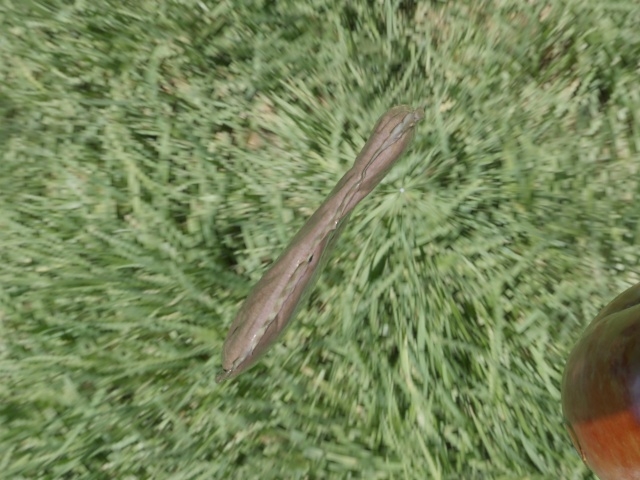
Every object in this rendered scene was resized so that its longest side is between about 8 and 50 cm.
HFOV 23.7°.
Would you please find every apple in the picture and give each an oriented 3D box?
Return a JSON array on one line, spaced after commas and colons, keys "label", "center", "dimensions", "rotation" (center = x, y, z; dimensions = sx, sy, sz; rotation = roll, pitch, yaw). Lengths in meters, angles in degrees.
[{"label": "apple", "center": [0.267, 0.099, 1.045], "dimensions": [0.209, 0.209, 0.164], "rotation": [-32, 89, 4]}]

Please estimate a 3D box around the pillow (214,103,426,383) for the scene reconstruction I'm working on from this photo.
[{"label": "pillow", "center": [0.000, 0.000, 0.968], "dimensions": [0.034, 0.135, 0.211], "rotation": [36, 99, 3]}]
